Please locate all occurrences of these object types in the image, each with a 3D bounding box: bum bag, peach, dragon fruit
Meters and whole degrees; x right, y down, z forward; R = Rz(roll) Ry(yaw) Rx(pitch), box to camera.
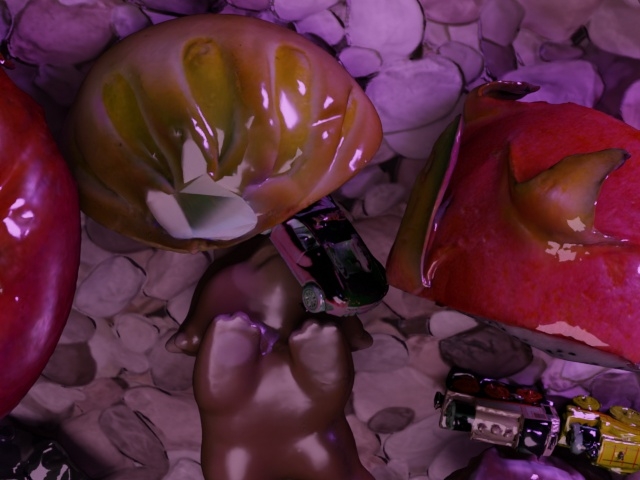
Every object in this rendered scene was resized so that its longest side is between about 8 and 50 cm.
[{"bbox_3d":[-0.310,0.329,1.490,0.144,0.095,0.340,21,119,-2],"label":"bum bag"},{"bbox_3d":[-0.389,-0.008,1.122,0.353,0.416,0.339,-25,116,-23],"label":"peach"},{"bbox_3d":[0.207,-0.009,1.113,0.291,0.290,0.189,19,95,-9],"label":"dragon fruit"}]

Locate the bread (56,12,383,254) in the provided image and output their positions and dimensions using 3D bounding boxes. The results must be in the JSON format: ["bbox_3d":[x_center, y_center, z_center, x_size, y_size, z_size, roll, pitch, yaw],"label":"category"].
[{"bbox_3d":[-0.098,-0.091,1.134,0.261,0.158,0.156,-21,118,16],"label":"bread"}]

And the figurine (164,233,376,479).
[{"bbox_3d":[-0.040,0.107,1.260,0.177,0.173,0.247,-16,115,3],"label":"figurine"}]

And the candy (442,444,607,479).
[{"bbox_3d":[0.223,0.304,1.353,0.289,0.214,0.157,29,120,-29],"label":"candy"}]

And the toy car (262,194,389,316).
[{"bbox_3d":[0.000,0.000,1.165,0.069,0.142,0.055,-15,148,-37],"label":"toy car"}]

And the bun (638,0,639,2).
[{"bbox_3d":[0.322,-0.222,1.022,0.222,0.127,0.222,1,125,1],"label":"bun"}]

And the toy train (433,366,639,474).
[{"bbox_3d":[0.228,0.175,1.343,0.250,0.085,0.053,12,109,-4],"label":"toy train"}]
